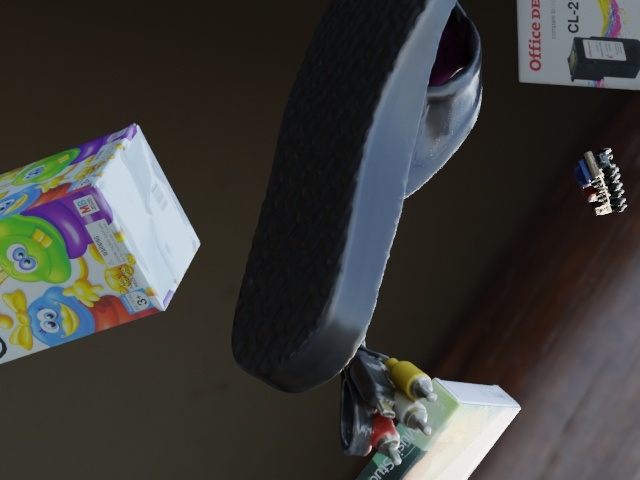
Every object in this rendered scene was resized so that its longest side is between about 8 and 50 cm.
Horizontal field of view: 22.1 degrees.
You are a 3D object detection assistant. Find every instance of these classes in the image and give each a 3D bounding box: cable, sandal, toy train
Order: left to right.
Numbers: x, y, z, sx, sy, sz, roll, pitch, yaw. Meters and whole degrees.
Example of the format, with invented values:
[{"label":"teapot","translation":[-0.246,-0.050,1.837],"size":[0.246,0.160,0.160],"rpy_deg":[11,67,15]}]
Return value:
[{"label":"cable","translation":[0.057,0.155,1.961],"size":[0.072,0.139,0.287],"rpy_deg":[18,25,-25]},{"label":"sandal","translation":[0.046,-0.081,1.311],"size":[0.107,0.445,0.168],"rpy_deg":[30,-21,-32]},{"label":"toy train","translation":[0.245,-0.050,1.437],"size":[0.158,0.036,0.027],"rpy_deg":[44,27,-71]}]

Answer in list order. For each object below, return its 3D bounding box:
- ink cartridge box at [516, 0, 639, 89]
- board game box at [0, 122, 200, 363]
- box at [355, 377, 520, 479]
[{"label":"ink cartridge box","translation":[0.260,-0.200,1.416],"size":[0.175,0.072,0.127],"rpy_deg":[5,-55,17]},{"label":"board game box","translation":[-0.282,0.017,1.586],"size":[0.275,0.142,0.144],"rpy_deg":[-19,-67,20]},{"label":"box","translation":[0.123,0.331,2.228],"size":[0.058,0.322,0.232],"rpy_deg":[40,12,26]}]
